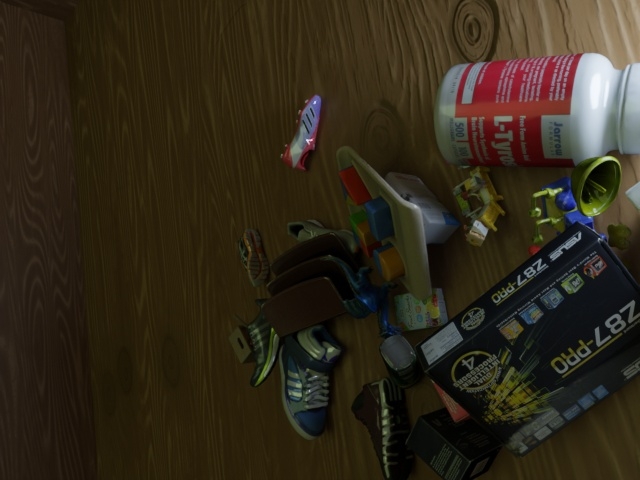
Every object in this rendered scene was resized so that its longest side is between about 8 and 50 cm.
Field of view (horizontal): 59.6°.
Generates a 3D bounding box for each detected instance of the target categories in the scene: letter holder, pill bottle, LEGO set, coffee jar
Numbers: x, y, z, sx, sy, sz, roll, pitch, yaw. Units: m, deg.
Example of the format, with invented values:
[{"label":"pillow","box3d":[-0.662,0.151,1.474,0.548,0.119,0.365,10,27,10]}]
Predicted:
[{"label":"letter holder","box3d":[-0.044,0.130,1.662,0.302,0.152,0.214,-27,99,39]},{"label":"pill bottle","box3d":[0.468,-0.268,1.173,0.408,0.229,0.228,6,92,35]},{"label":"LEGO set","box3d":[0.362,-0.080,1.352,0.107,0.132,0.286,-37,41,42]},{"label":"coffee jar","box3d":[0.210,0.320,1.455,0.079,0.184,0.096,-32,58,-6]}]

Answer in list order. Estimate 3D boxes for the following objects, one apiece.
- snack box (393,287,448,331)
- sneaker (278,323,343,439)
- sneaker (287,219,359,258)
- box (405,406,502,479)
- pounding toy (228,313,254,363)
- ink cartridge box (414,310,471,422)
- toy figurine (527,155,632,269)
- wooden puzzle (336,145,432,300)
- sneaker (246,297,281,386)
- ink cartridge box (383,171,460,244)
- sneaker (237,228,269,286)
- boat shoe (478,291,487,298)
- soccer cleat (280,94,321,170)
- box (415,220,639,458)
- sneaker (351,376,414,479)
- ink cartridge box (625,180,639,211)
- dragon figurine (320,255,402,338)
[{"label":"snack box","box3d":[0.267,0.187,1.496,0.141,0.037,0.100,-18,74,44]},{"label":"sneaker","box3d":[-0.013,0.413,1.689,0.236,0.130,0.322,-43,54,41]},{"label":"sneaker","box3d":[0.000,0.000,1.706,0.263,0.121,0.099,18,101,43]},{"label":"box","box3d":[0.322,0.492,1.348,0.158,0.156,0.093,37,114,39]},{"label":"pounding toy","box3d":[-0.243,0.333,1.919,0.100,0.130,0.141,-52,55,29]},{"label":"ink cartridge box","box3d":[0.393,0.267,1.315,0.283,0.117,0.207,-45,59,33]},{"label":"toy figurine","box3d":[0.485,-0.057,1.147,0.191,0.362,0.217,-21,40,8]},{"label":"wooden puzzle","box3d":[0.143,-0.038,1.435,0.348,0.081,0.322,49,161,47]},{"label":"sneaker","box3d":[-0.190,0.327,1.829,0.122,0.111,0.299,13,75,3]},{"label":"ink cartridge box","box3d":[0.250,-0.083,1.455,0.190,0.140,0.082,54,125,32]},{"label":"sneaker","box3d":[-0.243,0.068,1.973,0.083,0.084,0.214,-36,55,41]},{"label":"boat shoe","box3d":[0.364,0.236,1.201,0.095,0.084,0.257,-8,83,43]},{"label":"soccer cleat","box3d":[-0.042,-0.345,1.807,0.095,0.083,0.247,29,105,10]},{"label":"box","box3d":[0.434,0.203,1.078,0.395,0.318,0.097,-41,23,12]},{"label":"sneaker","box3d":[0.163,0.528,1.551,0.163,0.107,0.281,-22,62,47]},{"label":"ink cartridge box","box3d":[0.725,-0.084,0.954,0.270,0.197,0.198,-46,58,33]},{"label":"dragon figurine","box3d":[0.114,0.153,1.490,0.085,0.289,0.144,-37,22,56]}]
